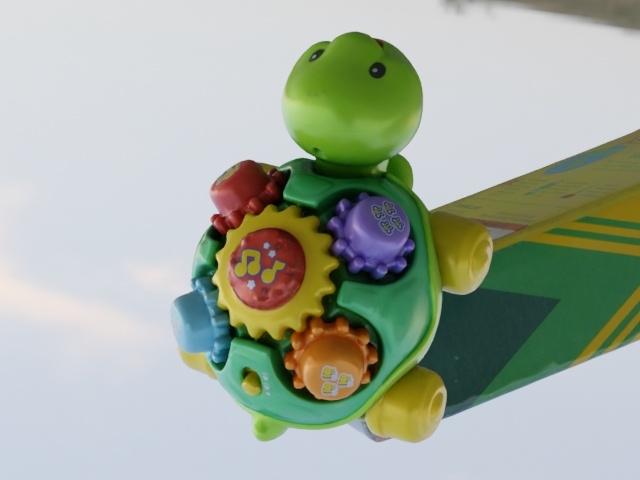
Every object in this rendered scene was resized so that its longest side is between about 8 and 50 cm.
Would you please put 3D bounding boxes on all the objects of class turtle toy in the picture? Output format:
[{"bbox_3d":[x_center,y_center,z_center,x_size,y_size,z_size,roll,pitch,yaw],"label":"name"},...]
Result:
[{"bbox_3d":[0.000,0.000,0.604,0.095,0.130,0.066,15,175,27],"label":"turtle toy"}]

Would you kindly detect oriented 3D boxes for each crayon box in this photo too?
[{"bbox_3d":[0.137,0.008,1.087,0.318,0.081,0.202,-21,-173,-10],"label":"crayon box"}]
